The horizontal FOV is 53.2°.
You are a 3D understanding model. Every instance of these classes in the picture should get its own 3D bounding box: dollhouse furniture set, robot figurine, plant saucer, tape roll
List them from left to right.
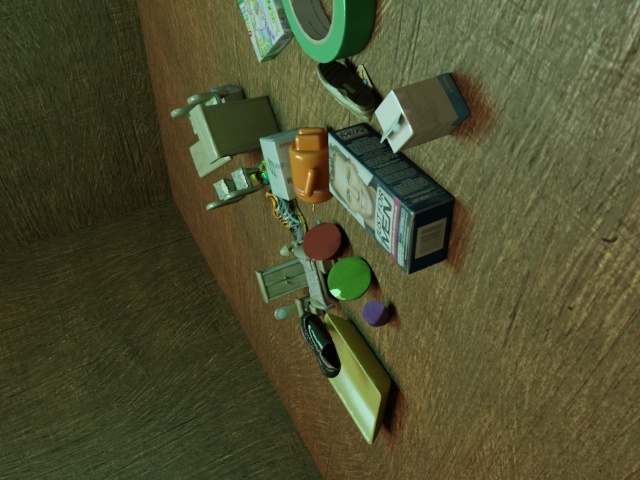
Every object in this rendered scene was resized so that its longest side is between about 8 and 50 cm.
[{"bbox_3d":[-0.351,-0.311,2.102,0.394,0.257,0.362,-19,90,51],"label":"dollhouse furniture set"},{"bbox_3d":[-0.073,0.180,2.115,0.355,0.174,0.303,-151,44,-66],"label":"dollhouse furniture set"},{"bbox_3d":[-0.018,-0.191,1.711,0.158,0.128,0.219,44,148,49],"label":"robot figurine"},{"bbox_3d":[0.005,-0.553,1.382,0.321,0.077,0.321,51,152,40],"label":"tape roll"},{"bbox_3d":[0.119,0.428,2.025,0.333,0.081,0.332,54,156,36],"label":"plant saucer"}]

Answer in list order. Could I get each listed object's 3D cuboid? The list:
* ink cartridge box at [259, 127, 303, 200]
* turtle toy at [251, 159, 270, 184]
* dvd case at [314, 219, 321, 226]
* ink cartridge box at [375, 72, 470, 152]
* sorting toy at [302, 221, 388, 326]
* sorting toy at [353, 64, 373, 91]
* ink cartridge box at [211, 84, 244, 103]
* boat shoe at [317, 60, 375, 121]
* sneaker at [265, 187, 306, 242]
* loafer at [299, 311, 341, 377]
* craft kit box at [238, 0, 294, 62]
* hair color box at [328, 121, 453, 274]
[{"bbox_3d":[-0.080,-0.224,1.840,0.127,0.128,0.176,28,134,62],"label":"ink cartridge box"},{"bbox_3d":[-0.198,-0.231,2.227,0.130,0.066,0.095,15,123,66],"label":"turtle toy"},{"bbox_3d":[0.000,0.000,2.017,0.087,0.013,0.119,62,160,20],"label":"dvd case"},{"bbox_3d":[0.175,-0.228,1.156,0.089,0.143,0.092,66,159,9],"label":"ink cartridge box"},{"bbox_3d":[0.087,0.109,1.820,0.365,0.127,0.126,53,-176,32],"label":"sorting toy"},{"bbox_3d":[0.091,-0.350,1.447,0.062,0.012,0.083,65,159,13],"label":"sorting toy"},{"bbox_3d":[-0.319,-0.438,2.322,0.134,0.078,0.231,37,141,56],"label":"ink cartridge box"},{"bbox_3d":[0.054,-0.334,1.449,0.190,0.068,0.072,54,167,30],"label":"boat shoe"},{"bbox_3d":[-0.113,-0.087,2.124,0.214,0.083,0.084,67,158,4],"label":"sneaker"},{"bbox_3d":[0.012,0.317,1.987,0.220,0.080,0.078,61,149,9],"label":"loafer"},{"bbox_3d":[-0.154,-0.644,1.740,0.247,0.061,0.249,-12,98,67],"label":"craft kit box"},{"bbox_3d":[0.143,-0.102,1.419,0.347,0.105,0.173,51,152,43],"label":"hair color box"}]
